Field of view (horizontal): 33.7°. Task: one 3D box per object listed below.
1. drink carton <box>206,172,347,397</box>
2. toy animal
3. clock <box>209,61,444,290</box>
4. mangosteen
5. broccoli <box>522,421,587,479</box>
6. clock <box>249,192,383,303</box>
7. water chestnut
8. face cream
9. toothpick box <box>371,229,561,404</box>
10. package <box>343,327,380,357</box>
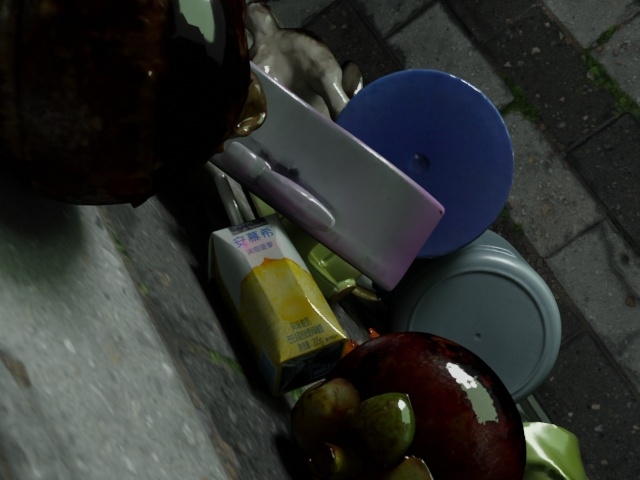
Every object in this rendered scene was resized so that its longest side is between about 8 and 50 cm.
[{"bbox_3d":[-0.052,0.034,0.926,0.075,0.084,0.200,96,-30,-53],"label":"drink carton"},{"bbox_3d":[-0.014,-0.221,1.737,0.344,0.194,0.303,51,13,-55],"label":"toy animal"},{"bbox_3d":[-0.030,-0.081,1.077,0.338,0.102,0.338,36,0,0],"label":"clock"},{"bbox_3d":[0.064,0.162,0.835,0.200,0.200,0.200,52,9,-12],"label":"mangosteen"},{"bbox_3d":[0.264,0.370,0.866,0.397,0.274,0.353,-126,-156,-58],"label":"broccoli"},{"bbox_3d":[0.000,0.000,1.363,0.232,0.069,0.170,45,12,-45],"label":"clock"},{"bbox_3d":[-0.155,-0.130,0.679,0.223,0.238,0.224,179,-90,-89],"label":"water chestnut"},{"bbox_3d":[0.133,-0.108,1.461,0.249,0.249,0.225,54,6,-4],"label":"face cream"},{"bbox_3d":[0.208,0.097,1.615,0.263,0.263,0.355,53,8,-7],"label":"toothpick box"},{"bbox_3d":[0.136,0.209,1.181,0.288,0.108,0.223,53,7,7],"label":"package"}]
